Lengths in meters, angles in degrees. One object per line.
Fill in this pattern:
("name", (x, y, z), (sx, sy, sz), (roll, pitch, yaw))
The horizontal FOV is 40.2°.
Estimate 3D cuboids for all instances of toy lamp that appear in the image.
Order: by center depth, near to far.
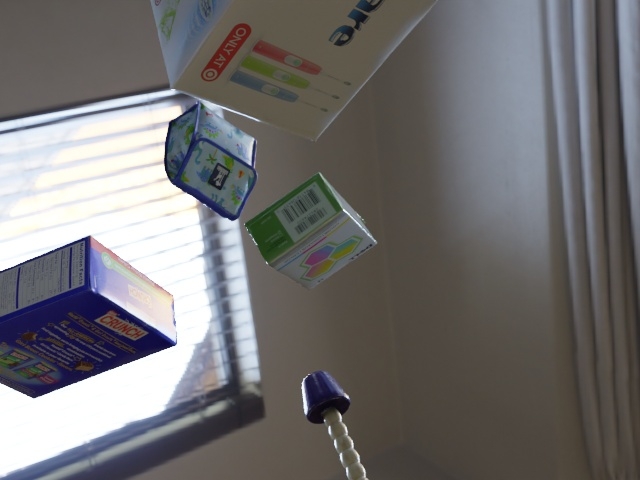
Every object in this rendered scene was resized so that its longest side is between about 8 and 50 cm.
("toy lamp", (0.040, 0.325, 1.367), (0.080, 0.080, 0.274), (-14, -130, -18))

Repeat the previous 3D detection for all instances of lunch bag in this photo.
("lunch bag", (-0.170, -0.117, 1.346), (0.096, 0.129, 0.151), (-27, -135, 36))

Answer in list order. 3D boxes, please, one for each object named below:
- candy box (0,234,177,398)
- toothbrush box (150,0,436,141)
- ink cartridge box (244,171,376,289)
("candy box", (-0.452, 0.141, 1.517), (0.317, 0.268, 0.122), (-20, -123, 14))
("toothbrush box", (-0.023, -0.245, 0.584), (0.122, 0.206, 0.283), (14, -136, -38))
("ink cartridge box", (0.000, 0.000, 1.085), (0.109, 0.062, 0.209), (-35, 158, 6))
